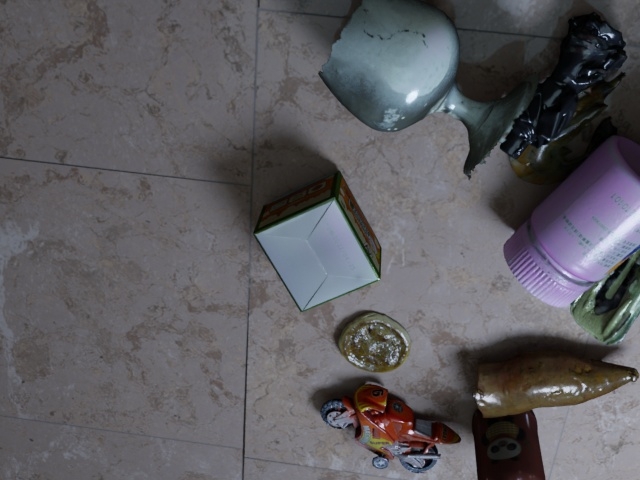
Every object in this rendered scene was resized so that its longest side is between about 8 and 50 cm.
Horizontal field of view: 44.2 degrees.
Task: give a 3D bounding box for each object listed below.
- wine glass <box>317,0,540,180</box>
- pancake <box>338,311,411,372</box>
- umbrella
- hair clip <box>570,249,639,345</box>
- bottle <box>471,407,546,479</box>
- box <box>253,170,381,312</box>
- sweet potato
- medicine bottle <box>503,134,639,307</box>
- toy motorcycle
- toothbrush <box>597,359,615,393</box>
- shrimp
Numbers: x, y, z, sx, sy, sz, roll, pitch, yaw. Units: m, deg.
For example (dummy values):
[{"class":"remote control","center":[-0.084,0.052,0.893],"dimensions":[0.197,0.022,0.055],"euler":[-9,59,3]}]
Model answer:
[{"class":"wine glass","center":[0.172,-0.272,1.323],"dimensions":[0.323,0.238,0.238],"euler":[32,117,-7]},{"class":"pancake","center":[0.117,0.225,1.700],"dimensions":[0.158,0.028,0.158],"euler":[2,117,4]},{"class":"umbrella","center":[0.405,-0.255,1.342],"dimensions":[0.272,0.122,0.110],"euler":[-52,145,12]},{"class":"hair clip","center":[0.599,0.046,1.509],"dimensions":[0.091,0.138,0.321],"euler":[-6,127,-40]},{"class":"bottle","center":[0.394,0.479,1.620],"dimensions":[0.144,0.336,0.144],"euler":[3,118,5]},{"class":"box","center":[0.000,0.000,1.530],"dimensions":[0.178,0.148,0.195],"euler":[-24,111,16]},{"class":"sweet potato","center":[0.478,0.284,1.630],"dimensions":[0.337,0.131,0.131],"euler":[-14,115,15]},{"class":"medicine bottle","center":[0.485,-0.029,1.417],"dimensions":[0.178,0.178,0.290],"euler":[32,125,-9]},{"class":"toy motorcycle","center":[0.151,0.417,1.759],"dimensions":[0.298,0.089,0.171],"euler":[29,116,-8]},{"class":"toothbrush","center":[0.610,0.291,1.680],"dimensions":[0.008,0.006,0.097],"euler":[-17,114,29]},{"class":"shrimp","center":[0.463,-0.185,1.424],"dimensions":[0.254,0.059,0.145],"euler":[-34,111,22]}]
